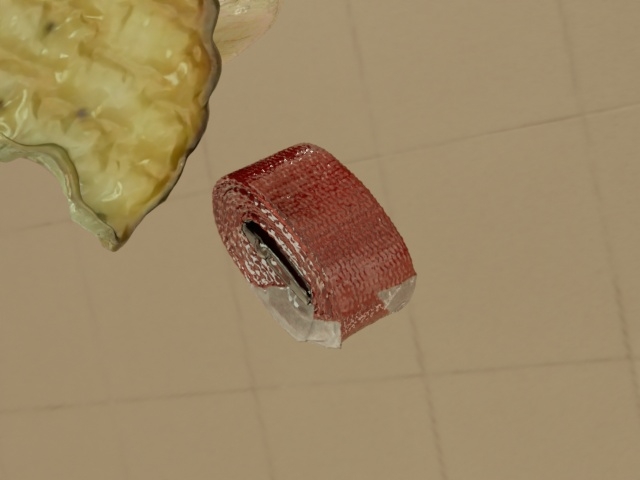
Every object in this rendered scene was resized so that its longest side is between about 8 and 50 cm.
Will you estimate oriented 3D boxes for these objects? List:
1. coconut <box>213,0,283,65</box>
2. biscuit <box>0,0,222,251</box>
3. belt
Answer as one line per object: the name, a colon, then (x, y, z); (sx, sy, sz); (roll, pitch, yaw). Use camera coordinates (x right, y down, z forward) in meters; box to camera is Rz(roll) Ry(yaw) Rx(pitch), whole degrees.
coconut: (-0.178, -0.310, 1.474); (0.297, 0.255, 0.297); (17, 116, 38)
biscuit: (-0.238, -0.149, 1.235); (0.078, 0.329, 0.335); (12, 112, 63)
belt: (0.000, 0.000, 1.306); (0.201, 0.124, 0.128); (51, 147, 19)
